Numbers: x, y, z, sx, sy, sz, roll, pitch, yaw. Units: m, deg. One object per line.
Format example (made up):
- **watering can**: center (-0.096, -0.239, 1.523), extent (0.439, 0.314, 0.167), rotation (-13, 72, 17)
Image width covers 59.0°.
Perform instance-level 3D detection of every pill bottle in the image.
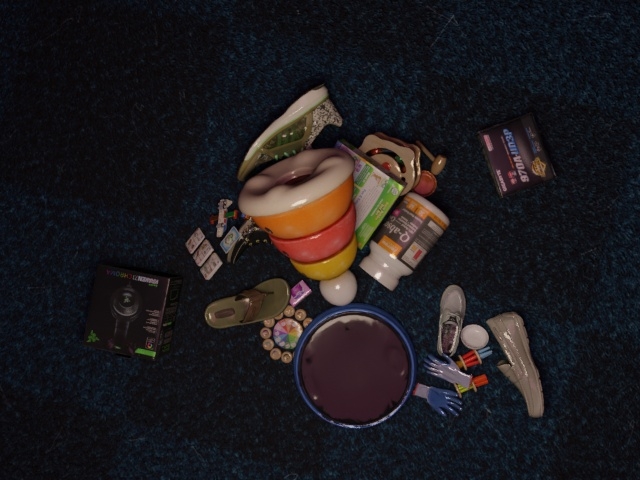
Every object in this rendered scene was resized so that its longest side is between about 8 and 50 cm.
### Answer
- **pill bottle**: center (0.251, 0.005, 1.722), extent (0.162, 0.162, 0.278), rotation (37, 91, 5)

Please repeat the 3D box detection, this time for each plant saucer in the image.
- **plant saucer**: center (0.325, -0.179, 1.794), extent (0.083, 0.013, 0.084), rotation (0, 89, 5)

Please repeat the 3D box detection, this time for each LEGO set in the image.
- **LEGO set**: center (-0.314, -0.018, 1.800), extent (0.244, 0.060, 0.182), rotation (-51, 52, 14)

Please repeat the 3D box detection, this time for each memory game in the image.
- **memory game**: center (-0.103, 0.301, 1.821), extent (0.186, 0.012, 0.186), rotation (0, 88, 6)

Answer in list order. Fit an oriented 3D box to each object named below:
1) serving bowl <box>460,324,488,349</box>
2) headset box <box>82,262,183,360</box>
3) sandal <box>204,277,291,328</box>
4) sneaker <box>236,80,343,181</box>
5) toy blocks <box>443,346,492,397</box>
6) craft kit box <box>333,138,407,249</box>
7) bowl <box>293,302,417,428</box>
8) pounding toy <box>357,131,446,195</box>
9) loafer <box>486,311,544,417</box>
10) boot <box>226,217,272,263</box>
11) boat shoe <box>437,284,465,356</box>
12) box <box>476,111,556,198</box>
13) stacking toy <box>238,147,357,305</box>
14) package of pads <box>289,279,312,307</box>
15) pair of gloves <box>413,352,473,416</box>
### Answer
- **serving bowl**: center (0.474, 0.303, 1.747), extent (0.083, 0.027, 0.083), rotation (-2, 52, 3)
- **headset box**: center (-0.599, 0.232, 1.811), extent (0.246, 0.131, 0.283), rotation (11, 90, 6)
- **sandal**: center (-0.232, 0.210, 1.794), extent (0.302, 0.086, 0.120), rotation (-21, 81, 8)
- **sneaker**: center (-0.092, -0.306, 1.785), extent (0.410, 0.158, 0.182), rotation (-42, 103, 8)
- **toy blocks**: center (0.472, 0.401, 1.742), extent (0.148, 0.054, 0.123), rotation (-25, 85, 4)
- **craft kit box**: center (0.098, -0.141, 1.745), extent (0.246, 0.061, 0.250), rotation (38, 116, 10)
- **bowl**: center (0.106, 0.393, 1.760), extent (0.390, 0.077, 0.392), rotation (0, 89, 3)
- **pounding toy**: center (0.248, -0.237, 1.772), extent (0.269, 0.155, 0.154), rotation (25, 115, 18)
- **loafer**: center (0.589, 0.377, 1.710), extent (0.111, 0.112, 0.320), rotation (-16, 79, 10)
- **boot**: center (-0.176, 0.004, 1.803), extent (0.178, 0.085, 0.236), rotation (31, 93, 3)
- **boat shoe**: center (0.405, 0.251, 1.739), extent (0.079, 0.081, 0.228), rotation (8, 89, 6)
- **box**: center (0.604, -0.262, 1.752), extent (0.175, 0.051, 0.220), rotation (-19, 87, 5)
- **stacking toy**: center (0.000, 0.000, 1.666), extent (0.350, 0.351, 0.480), rotation (-21, 114, 4)
- **package of pads**: center (-0.072, 0.170, 1.810), extent (0.083, 0.032, 0.050), rotation (-42, 78, 2)
- **pair of gloves**: center (0.373, 0.439, 1.723), extent (0.159, 0.023, 0.198), rotation (22, 113, 21)
